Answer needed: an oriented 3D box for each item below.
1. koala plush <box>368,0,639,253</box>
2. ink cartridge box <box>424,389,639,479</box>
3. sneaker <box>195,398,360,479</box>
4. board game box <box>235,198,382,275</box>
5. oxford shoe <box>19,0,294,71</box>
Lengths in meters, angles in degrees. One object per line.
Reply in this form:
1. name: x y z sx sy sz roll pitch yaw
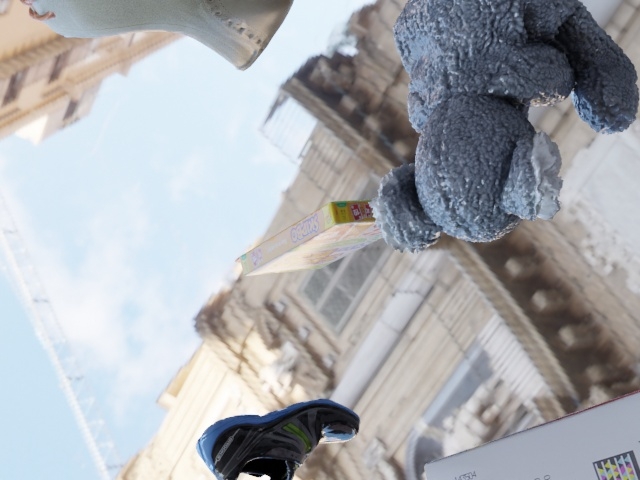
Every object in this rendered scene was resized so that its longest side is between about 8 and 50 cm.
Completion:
1. koala plush: 0.135 -0.093 0.847 0.203 0.196 0.221 42 -127 -38
2. ink cartridge box: 0.231 0.215 0.840 0.309 0.272 0.130 11 -122 -55
3. sneaker: -0.037 0.211 1.036 0.188 0.067 0.078 -5 -123 -39
4. board game box: 0.000 0.000 1.289 0.124 0.259 0.039 -4 -101 -33
5. oxford shoe: -0.188 -0.210 0.685 0.397 0.146 0.140 13 -154 -26
